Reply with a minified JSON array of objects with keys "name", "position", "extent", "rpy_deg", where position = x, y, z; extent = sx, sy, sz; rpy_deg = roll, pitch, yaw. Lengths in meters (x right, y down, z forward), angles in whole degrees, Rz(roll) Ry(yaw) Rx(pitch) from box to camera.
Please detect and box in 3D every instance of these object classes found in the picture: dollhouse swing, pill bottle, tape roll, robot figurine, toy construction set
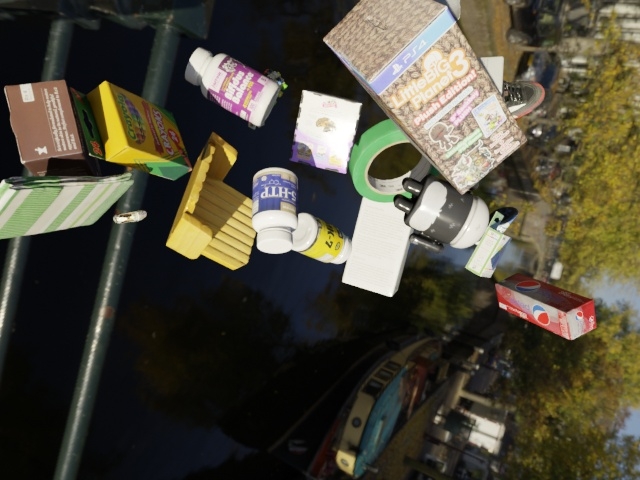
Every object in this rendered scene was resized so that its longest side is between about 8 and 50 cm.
[{"name":"dollhouse swing","position":[-0.320,-0.108,1.661],"extent":[0.315,0.305,0.346],"rpy_deg":[-37,-145,53]},{"name":"pill bottle","position":[0.000,0.000,1.485],"extent":[0.208,0.119,0.119],"rpy_deg":[24,83,-48]},{"name":"tape roll","position":[0.260,-0.269,1.646],"extent":[0.321,0.321,0.077],"rpy_deg":[72,4,-49]},{"name":"pill bottle","position":[-0.108,-0.070,1.152],"extent":[0.112,0.112,0.186],"rpy_deg":[49,34,-60]},{"name":"robot figurine","position":[0.355,-0.089,1.414],"extent":[0.209,0.278,0.173],"rpy_deg":[115,0,-55]},{"name":"toy construction set","position":[-0.271,-0.683,2.253],"extent":[0.215,0.151,0.327],"rpy_deg":[-44,-160,48]},{"name":"pill bottle","position":[-0.308,-0.542,1.671],"extent":[0.169,0.302,0.169],"rpy_deg":[-62,-175,10]}]

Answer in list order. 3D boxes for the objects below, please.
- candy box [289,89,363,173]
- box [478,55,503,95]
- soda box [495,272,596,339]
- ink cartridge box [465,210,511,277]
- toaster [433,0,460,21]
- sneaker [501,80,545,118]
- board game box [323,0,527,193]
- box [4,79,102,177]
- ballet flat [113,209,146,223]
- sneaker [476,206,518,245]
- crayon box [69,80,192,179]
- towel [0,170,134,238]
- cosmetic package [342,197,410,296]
[{"name":"candy box","position":[0.016,-0.304,1.332],"extent":[0.070,0.165,0.196],"rpy_deg":[-66,170,-69]},{"name":"box","position":[0.361,-0.338,1.074],"extent":[0.102,0.087,0.101],"rpy_deg":[59,38,-59]},{"name":"soda box","position":[0.605,0.173,1.305],"extent":[0.092,0.263,0.083],"rpy_deg":[-21,109,-15]},{"name":"ink cartridge box","position":[0.566,0.017,1.574],"extent":[0.109,0.062,0.209],"rpy_deg":[10,108,-55]},{"name":"toaster","position":[0.238,-0.572,1.175],"extent":[0.168,0.186,0.110],"rpy_deg":[-97,170,-65]},{"name":"sneaker","position":[0.454,-0.360,1.220],"extent":[0.135,0.276,0.097],"rpy_deg":[169,-88,-85]},{"name":"board game box","position":[0.175,-0.258,0.816],"extent":[0.141,0.232,0.291],"rpy_deg":[-42,129,14]},{"name":"box","position":[-0.681,-0.242,1.265],"extent":[0.381,0.143,0.191],"rpy_deg":[148,-73,-73]},{"name":"ballet flat","position":[-0.681,-0.082,1.712],"extent":[0.114,0.041,0.041],"rpy_deg":[-12,124,-15]},{"name":"sneaker","position":[0.692,-0.052,1.894],"extent":[0.211,0.080,0.081],"rpy_deg":[-39,126,6]},{"name":"crayon box","position":[-0.499,-0.293,1.298],"extent":[0.202,0.081,0.318],"rpy_deg":[68,18,11]},{"name":"towel","position":[-0.636,-0.086,1.150],"extent":[0.038,0.248,0.325],"rpy_deg":[59,29,6]},{"name":"cosmetic package","position":[0.267,-0.015,2.050],"extent":[0.161,0.230,0.453],"rpy_deg":[-15,121,-71]}]
